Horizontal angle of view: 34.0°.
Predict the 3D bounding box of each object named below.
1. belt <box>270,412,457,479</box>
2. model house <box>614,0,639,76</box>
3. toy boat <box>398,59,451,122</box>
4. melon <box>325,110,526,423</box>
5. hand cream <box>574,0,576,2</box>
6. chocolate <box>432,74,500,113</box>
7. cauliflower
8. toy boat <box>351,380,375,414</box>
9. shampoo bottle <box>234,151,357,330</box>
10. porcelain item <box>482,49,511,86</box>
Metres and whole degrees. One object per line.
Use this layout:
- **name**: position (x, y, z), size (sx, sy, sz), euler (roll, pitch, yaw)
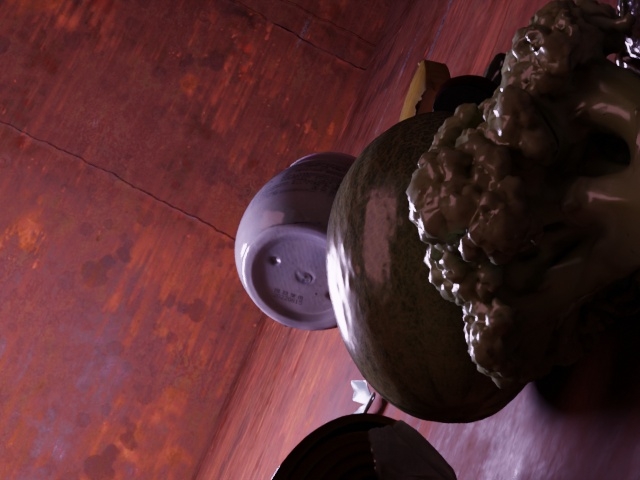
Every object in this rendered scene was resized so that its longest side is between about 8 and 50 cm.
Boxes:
- **belt**: position (0.021, 0.328, 0.979), size (0.122, 0.217, 0.338), euler (117, 170, -50)
- **model house**: position (0.344, -0.184, 0.954), size (0.152, 0.106, 0.165), euler (-113, 12, -63)
- **toy boat**: position (0.146, -0.113, 1.598), size (0.121, 0.089, 0.321), euler (-125, 43, -78)
- **melon**: position (0.127, 0.025, 1.074), size (0.248, 0.249, 0.329), euler (129, 149, -57)
- **hand cream**: position (0.367, -0.342, 1.453), size (0.093, 0.019, 0.030), euler (-62, 11, 3)
- **chocolate**: position (0.220, -0.170, 1.495), size (0.124, 0.127, 0.133), euler (-51, -11, 18)
- **cauliflower**: position (0.197, -0.040, 0.835), size (0.281, 0.261, 0.326), euler (157, 117, -83)
- **toy boat**: position (0.000, 0.349, 1.508), size (0.291, 0.070, 0.210), euler (-59, 11, 20)
- **shampoo bottle**: position (0.000, 0.000, 1.805), size (0.273, 0.273, 0.266), euler (-59, 2, 34)
- **porcelain item**: position (0.260, -0.226, 1.577), size (0.215, 0.069, 0.081), euler (-58, 7, 41)
